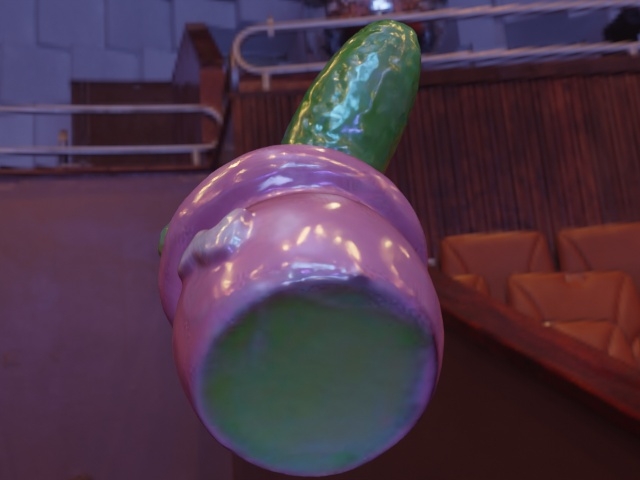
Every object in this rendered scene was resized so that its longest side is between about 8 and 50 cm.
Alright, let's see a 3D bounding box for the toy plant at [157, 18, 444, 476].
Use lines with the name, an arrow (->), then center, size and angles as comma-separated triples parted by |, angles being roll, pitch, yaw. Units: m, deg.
toy plant -> -0.003, 0.000, 0.853 | 0.211, 0.356, 0.317 | 40, -73, -17
